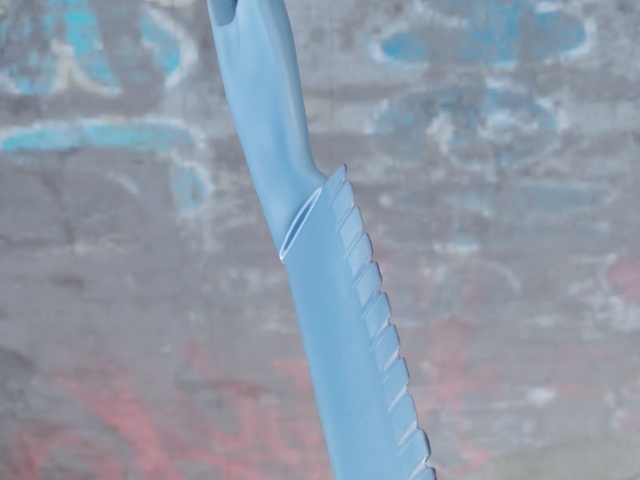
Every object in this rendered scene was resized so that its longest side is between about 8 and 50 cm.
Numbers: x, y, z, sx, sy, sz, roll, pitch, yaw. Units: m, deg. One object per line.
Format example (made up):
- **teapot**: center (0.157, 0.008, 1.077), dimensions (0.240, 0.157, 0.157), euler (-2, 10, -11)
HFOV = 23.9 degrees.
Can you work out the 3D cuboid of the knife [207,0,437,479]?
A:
- **knife**: center (0.000, 0.000, 0.423), dimensions (0.019, 0.313, 0.044), euler (12, 130, -26)
